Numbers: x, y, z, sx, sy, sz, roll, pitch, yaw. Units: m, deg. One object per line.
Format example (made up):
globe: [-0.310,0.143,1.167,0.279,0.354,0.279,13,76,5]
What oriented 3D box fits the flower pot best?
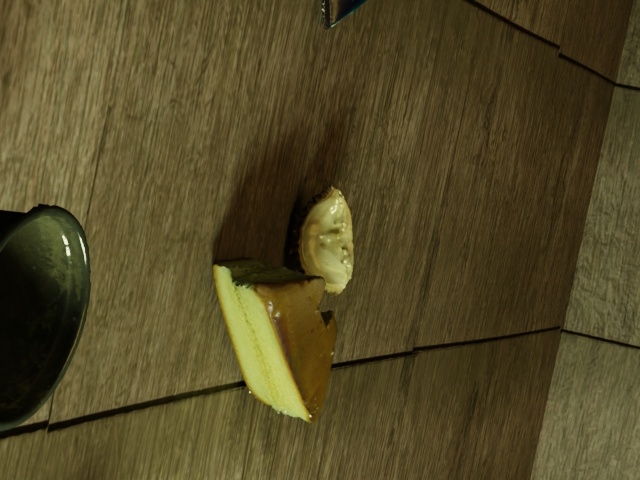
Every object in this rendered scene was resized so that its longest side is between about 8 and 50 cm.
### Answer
flower pot: [-0.242,0.040,1.058,0.157,0.106,0.158,15,90,-72]

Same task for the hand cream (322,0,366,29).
hand cream: [0.072,-0.333,1.717,0.270,0.061,0.120,-42,139,-49]

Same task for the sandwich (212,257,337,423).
sandwich: [-0.044,0.085,1.613,0.088,0.090,0.244,-58,150,-31]

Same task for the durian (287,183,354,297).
durian: [-0.001,0.003,1.710,0.052,0.066,0.130,-32,122,-62]
